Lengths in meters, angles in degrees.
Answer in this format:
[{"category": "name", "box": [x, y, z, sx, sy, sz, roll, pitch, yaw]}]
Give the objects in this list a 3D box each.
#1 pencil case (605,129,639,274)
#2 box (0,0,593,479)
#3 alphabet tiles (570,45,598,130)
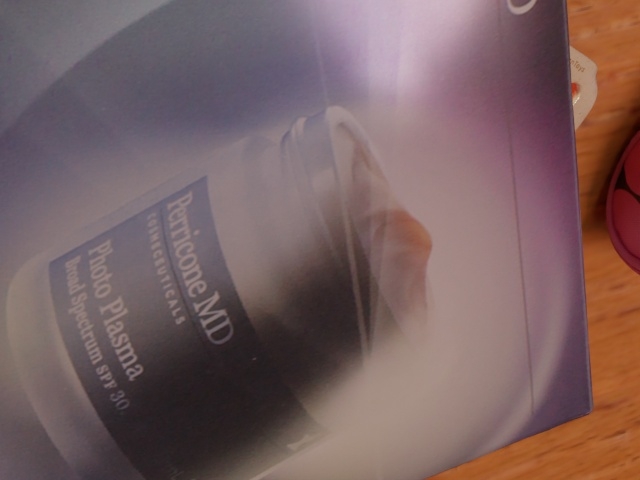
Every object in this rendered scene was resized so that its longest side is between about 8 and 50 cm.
[{"category": "pencil case", "box": [0.255, -0.019, 0.902, 0.209, 0.095, 0.098, 4, 102, -36]}, {"category": "box", "box": [-0.076, -0.045, 0.596, 0.294, 0.183, 0.296, -20, 125, -15]}, {"category": "alphabet tiles", "box": [0.000, 0.000, 0.800, 0.284, 0.021, 0.278, 25, 105, -40]}]
